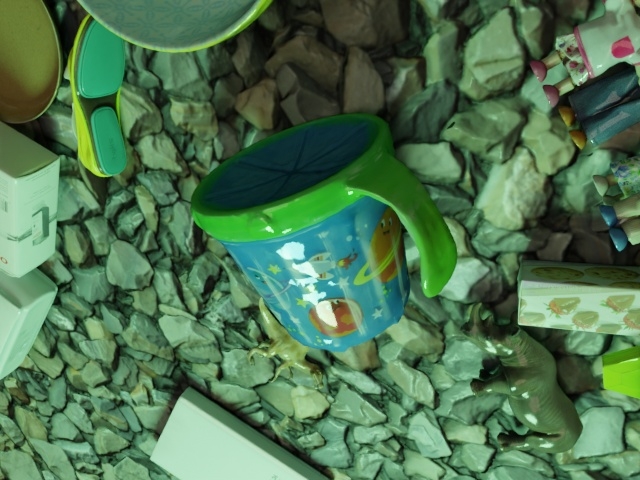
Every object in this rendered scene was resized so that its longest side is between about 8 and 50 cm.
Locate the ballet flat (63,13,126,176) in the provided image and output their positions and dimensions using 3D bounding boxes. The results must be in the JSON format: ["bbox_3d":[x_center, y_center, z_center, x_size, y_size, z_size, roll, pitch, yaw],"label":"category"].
[{"bbox_3d":[-0.319,-0.201,0.741,0.077,0.077,0.230,24,123,28],"label":"ballet flat"}]

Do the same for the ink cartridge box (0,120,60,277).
[{"bbox_3d":[-0.508,-0.069,0.841,0.159,0.092,0.217,31,128,5],"label":"ink cartridge box"}]

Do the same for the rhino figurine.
[{"bbox_3d":[0.257,0.180,0.694,0.106,0.073,0.243,-21,103,31],"label":"rhino figurine"}]

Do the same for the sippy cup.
[{"bbox_3d":[0.000,0.000,0.634,0.240,0.305,0.224,-23,118,-1],"label":"sippy cup"}]

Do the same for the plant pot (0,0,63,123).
[{"bbox_3d":[-0.466,-0.291,0.774,0.236,0.032,0.236,8,116,18],"label":"plant pot"}]

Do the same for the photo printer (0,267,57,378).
[{"bbox_3d":[-0.656,0.082,0.971,0.307,0.107,0.256,40,121,0],"label":"photo printer"}]

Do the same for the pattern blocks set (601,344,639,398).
[{"bbox_3d":[0.459,0.141,0.564,0.286,0.026,0.324,0,136,22],"label":"pattern blocks set"}]

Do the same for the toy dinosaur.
[{"bbox_3d":[-0.065,0.162,0.829,0.093,0.053,0.183,-31,108,13],"label":"toy dinosaur"}]

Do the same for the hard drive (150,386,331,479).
[{"bbox_3d":[-0.151,0.421,0.974,0.308,0.040,0.203,32,120,5],"label":"hard drive"}]

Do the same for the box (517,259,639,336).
[{"bbox_3d":[0.393,0.070,0.598,0.324,0.067,0.063,4,115,20],"label":"box"}]

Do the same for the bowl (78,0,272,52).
[{"bbox_3d":[-0.127,-0.352,0.547,0.290,0.156,0.289,8,116,18],"label":"bowl"}]

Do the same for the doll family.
[{"bbox_3d":[0.336,-0.124,0.520,0.163,0.118,0.262,-26,84,35],"label":"doll family"}]
